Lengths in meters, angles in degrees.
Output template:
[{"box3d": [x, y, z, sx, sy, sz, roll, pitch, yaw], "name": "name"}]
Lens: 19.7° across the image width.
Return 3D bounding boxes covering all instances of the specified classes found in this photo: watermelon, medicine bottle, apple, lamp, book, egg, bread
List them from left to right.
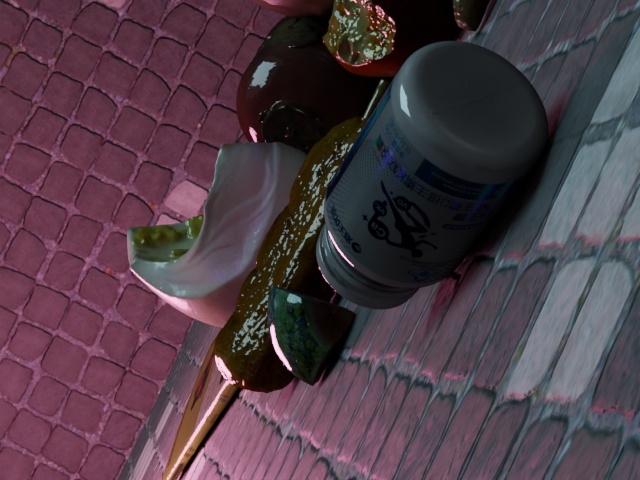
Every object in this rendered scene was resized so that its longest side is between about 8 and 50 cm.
[{"box3d": [-0.126, 0.166, 2.461, 0.352, 0.035, 0.239, -56, 12, 53], "name": "book"}, {"box3d": [-0.093, 0.015, 2.176, 0.271, 0.206, 0.162, -29, 60, 40], "name": "egg"}, {"box3d": [-0.013, 0.077, 1.664, 0.072, 0.092, 0.084, -11, -30, -47], "name": "watermelon"}, {"box3d": [-0.002, -0.001, 1.840, 0.344, 0.084, 0.124, -63, 28, 7], "name": "bread"}, {"box3d": [0.000, -0.185, 2.232, 0.180, 0.180, 0.258, -60, 2, 35], "name": "lamp"}, {"box3d": [0.079, -0.247, 1.909, 0.158, 0.147, 0.156, 106, 153, -61], "name": "apple"}, {"box3d": [0.067, -0.037, 1.236, 0.191, 0.107, 0.107, -58, 9, 48], "name": "medicine bottle"}]

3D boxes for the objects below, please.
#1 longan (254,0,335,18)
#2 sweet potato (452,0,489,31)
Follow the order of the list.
[{"box3d": [0.013, -0.446, 2.140, 0.391, 0.391, 0.391, -63, 6, 11], "name": "longan"}, {"box3d": [0.174, -0.311, 1.735, 0.081, 0.062, 0.233, -93, 27, -77], "name": "sweet potato"}]
